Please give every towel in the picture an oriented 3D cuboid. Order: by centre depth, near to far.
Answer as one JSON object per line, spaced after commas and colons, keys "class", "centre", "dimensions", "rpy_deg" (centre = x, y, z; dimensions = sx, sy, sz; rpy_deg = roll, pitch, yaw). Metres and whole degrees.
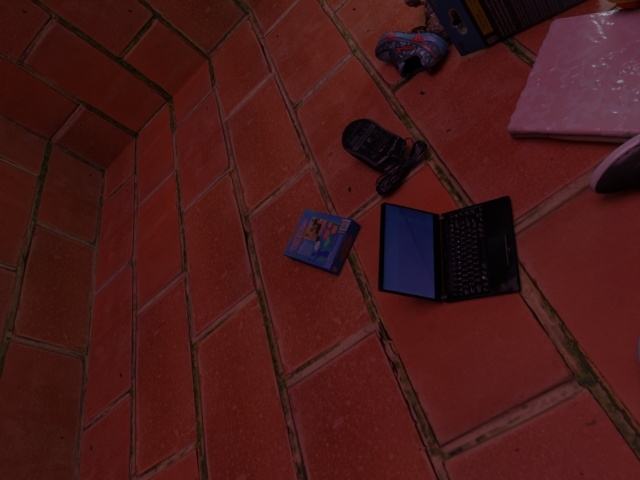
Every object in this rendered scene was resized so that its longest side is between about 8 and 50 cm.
{"class": "towel", "centre": [0.612, -0.359, 1.010], "dimensions": [0.317, 0.053, 0.331], "rpy_deg": [17, 77, 48]}

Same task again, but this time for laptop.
{"class": "laptop", "centre": [0.279, 0.006, 1.034], "dimensions": [0.264, 0.137, 0.234], "rpy_deg": [-16, 57, 36]}

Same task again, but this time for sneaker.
{"class": "sneaker", "centre": [0.640, -0.127, 0.801], "dimensions": [0.296, 0.104, 0.146], "rpy_deg": [-25, 46, 25]}
{"class": "sneaker", "centre": [0.255, -0.567, 1.428], "dimensions": [0.262, 0.104, 0.125], "rpy_deg": [21, 83, 47]}

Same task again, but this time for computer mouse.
{"class": "computer mouse", "centre": [0.168, -0.256, 1.352], "dimensions": [0.188, 0.072, 0.272], "rpy_deg": [-49, 55, 6]}

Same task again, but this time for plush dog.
{"class": "plush dog", "centre": [0.374, -0.707, 1.379], "dimensions": [0.262, 0.211, 0.225], "rpy_deg": [179, 103, -73]}

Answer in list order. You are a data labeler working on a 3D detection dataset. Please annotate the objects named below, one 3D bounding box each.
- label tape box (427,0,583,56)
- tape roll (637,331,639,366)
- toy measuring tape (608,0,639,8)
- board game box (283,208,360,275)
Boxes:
{"class": "label tape box", "centre": [0.470, -0.651, 1.168], "dimensions": [0.348, 0.249, 0.115], "rpy_deg": [-15, 57, 36]}
{"class": "tape roll", "centre": [0.600, 0.178, 0.681], "dimensions": [0.219, 0.072, 0.219], "rpy_deg": [-22, 52, 31]}
{"class": "toy measuring tape", "centre": [0.670, -0.600, 1.026], "dimensions": [0.121, 0.121, 0.330], "rpy_deg": [-25, 34, 30]}
{"class": "board game box", "centre": [0.000, 0.000, 1.360], "dimensions": [0.210, 0.047, 0.160], "rpy_deg": [17, 79, 46]}
